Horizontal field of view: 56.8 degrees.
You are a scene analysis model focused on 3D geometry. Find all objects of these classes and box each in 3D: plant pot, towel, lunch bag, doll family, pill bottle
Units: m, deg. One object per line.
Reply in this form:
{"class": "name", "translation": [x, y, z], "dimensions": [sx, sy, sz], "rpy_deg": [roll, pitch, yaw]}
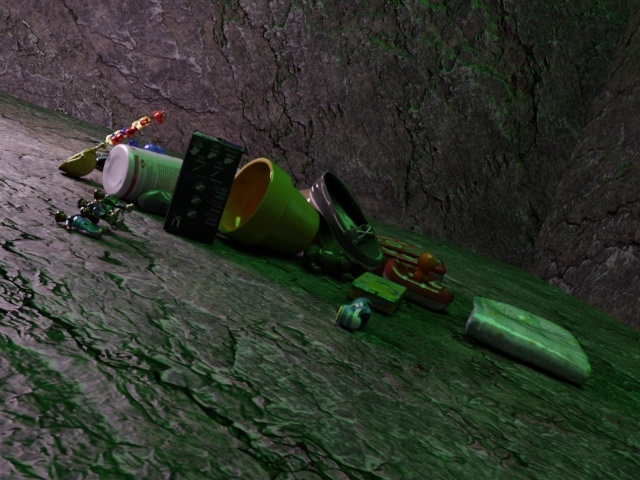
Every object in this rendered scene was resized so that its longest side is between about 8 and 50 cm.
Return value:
{"class": "plant pot", "translation": [-0.037, -0.080, 2.015], "dimensions": [0.229, 0.263, 0.263], "rpy_deg": [5, 0, 32]}
{"class": "towel", "translation": [0.570, 0.262, 1.663], "dimensions": [0.320, 0.090, 0.374], "rpy_deg": [21, 9, 14]}
{"class": "lunch bag", "translation": [0.280, 0.087, 2.039], "dimensions": [0.293, 0.120, 0.258], "rpy_deg": [19, 13, 4]}
{"class": "doll family", "translation": [-0.509, -0.062, 1.328], "dimensions": [0.111, 0.076, 0.193], "rpy_deg": [24, 12, -1]}
{"class": "pill bottle", "translation": [-0.497, -0.184, 1.806], "dimensions": [0.283, 0.160, 0.160], "rpy_deg": [11, 13, -46]}
{"class": "plant pot", "translation": [-0.140, -0.076, 1.749], "dimensions": [0.239, 0.254, 0.254], "rpy_deg": [33, 0, -33]}

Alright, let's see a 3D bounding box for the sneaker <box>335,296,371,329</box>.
{"class": "sneaker", "translation": [0.086, 0.166, 1.311], "dimensions": [0.059, 0.053, 0.144], "rpy_deg": [23, 18, 23]}

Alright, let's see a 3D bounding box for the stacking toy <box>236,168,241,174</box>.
{"class": "stacking toy", "translation": [-0.315, -0.183, 2.374], "dimensions": [0.141, 0.141, 0.330], "rpy_deg": [14, 17, -33]}

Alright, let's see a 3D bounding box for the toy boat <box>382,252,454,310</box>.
{"class": "toy boat", "translation": [0.309, 0.108, 1.816], "dimensions": [0.231, 0.151, 0.151], "rpy_deg": [24, 9, 22]}

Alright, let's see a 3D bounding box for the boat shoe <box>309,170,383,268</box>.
{"class": "boat shoe", "translation": [0.082, -0.064, 1.764], "dimensions": [0.112, 0.095, 0.335], "rpy_deg": [-20, 64, -37]}

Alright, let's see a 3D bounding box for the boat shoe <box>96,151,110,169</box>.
{"class": "boat shoe", "translation": [-0.766, -0.283, 2.167], "dimensions": [0.083, 0.065, 0.183], "rpy_deg": [28, 18, 31]}

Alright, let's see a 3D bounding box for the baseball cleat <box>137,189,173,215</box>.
{"class": "baseball cleat", "translation": [-0.425, -0.097, 1.730], "dimensions": [0.206, 0.072, 0.109], "rpy_deg": [4, 24, -49]}

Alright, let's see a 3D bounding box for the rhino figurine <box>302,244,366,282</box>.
{"class": "rhino figurine", "translation": [0.056, 0.074, 1.736], "dimensions": [0.243, 0.073, 0.106], "rpy_deg": [19, 13, -21]}

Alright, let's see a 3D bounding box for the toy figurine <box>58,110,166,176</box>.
{"class": "toy figurine", "translation": [-0.600, -0.235, 1.869], "dimensions": [0.191, 0.362, 0.217], "rpy_deg": [10, -48, 58]}

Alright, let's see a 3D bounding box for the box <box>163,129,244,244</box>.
{"class": "box", "translation": [-0.320, -0.149, 1.616], "dimensions": [0.143, 0.270, 0.165], "rpy_deg": [18, 9, -13]}

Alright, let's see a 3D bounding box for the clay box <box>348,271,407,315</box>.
{"class": "clay box", "translation": [0.154, 0.142, 1.595], "dimensions": [0.127, 0.053, 0.222], "rpy_deg": [22, 10, 13]}
